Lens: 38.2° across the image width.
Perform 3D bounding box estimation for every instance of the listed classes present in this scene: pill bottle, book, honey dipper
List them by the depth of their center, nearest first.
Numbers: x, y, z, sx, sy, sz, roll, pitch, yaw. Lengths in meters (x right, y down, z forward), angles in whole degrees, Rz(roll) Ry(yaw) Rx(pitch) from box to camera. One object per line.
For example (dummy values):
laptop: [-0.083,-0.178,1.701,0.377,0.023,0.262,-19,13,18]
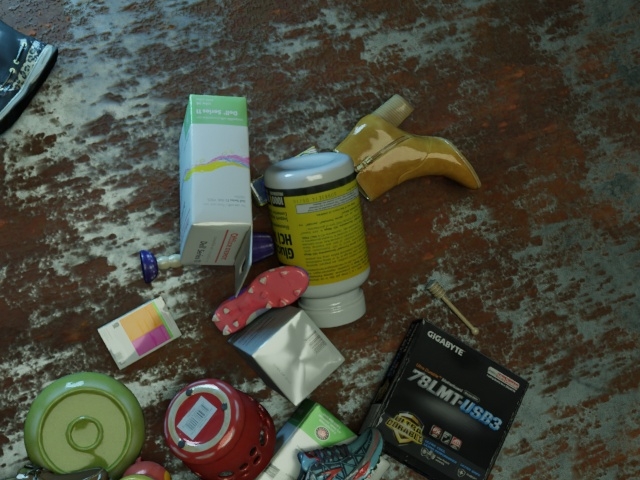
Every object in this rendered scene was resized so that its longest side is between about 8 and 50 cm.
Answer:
pill bottle: [0.000,0.000,1.901,0.188,0.188,0.334,-14,106,-14]
book: [-0.372,0.189,1.903,0.144,0.035,0.096,-29,97,-13]
honey dipper: [0.299,0.154,2.067,0.030,0.030,0.161,-45,99,-12]

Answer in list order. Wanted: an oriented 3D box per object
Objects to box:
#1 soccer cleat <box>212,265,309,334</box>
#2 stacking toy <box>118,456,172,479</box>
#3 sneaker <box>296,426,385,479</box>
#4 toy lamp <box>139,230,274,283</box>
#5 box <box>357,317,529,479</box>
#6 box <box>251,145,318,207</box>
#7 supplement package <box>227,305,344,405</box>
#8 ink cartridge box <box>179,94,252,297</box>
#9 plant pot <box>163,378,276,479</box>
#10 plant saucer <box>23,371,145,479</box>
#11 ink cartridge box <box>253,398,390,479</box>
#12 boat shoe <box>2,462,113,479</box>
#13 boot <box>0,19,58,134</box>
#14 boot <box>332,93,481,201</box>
soccer cleat: [-0.117,0.110,1.873,0.248,0.095,0.083,-34,97,28]
stacking toy: [-0.272,0.581,1.833,0.279,0.130,0.309,-1,104,-1]
sneaker: [0.015,0.452,1.817,0.262,0.104,0.125,-44,95,-14]
toy lamp: [-0.233,0.031,1.921,0.274,0.080,0.080,-11,89,-15]
box: [0.271,0.368,2.013,0.295,0.073,0.293,32,74,-11]
box: [-0.075,-0.136,1.982,0.169,0.054,0.059,-31,94,-13]
supplement package: [-0.075,0.219,1.858,0.134,0.244,0.139,-42,102,-12]
ink cartridge box: [-0.210,-0.083,1.816,0.119,0.207,0.353,2,66,-14]
plant pot: [-0.202,0.377,1.821,0.191,0.174,0.191,-7,62,14]
plant saucer: [-0.474,0.388,1.863,0.241,0.037,0.241,1,87,-14]
ink cartridge box: [-0.032,0.507,1.918,0.211,0.121,0.289,42,78,-8]
boat shoe: [-0.559,0.487,1.779,0.307,0.111,0.104,-19,91,-4]
boot: [-0.658,-0.333,1.840,0.178,0.085,0.236,33,74,-7]
boot: [0.187,-0.155,2.031,0.295,0.104,0.211,44,84,-2]
